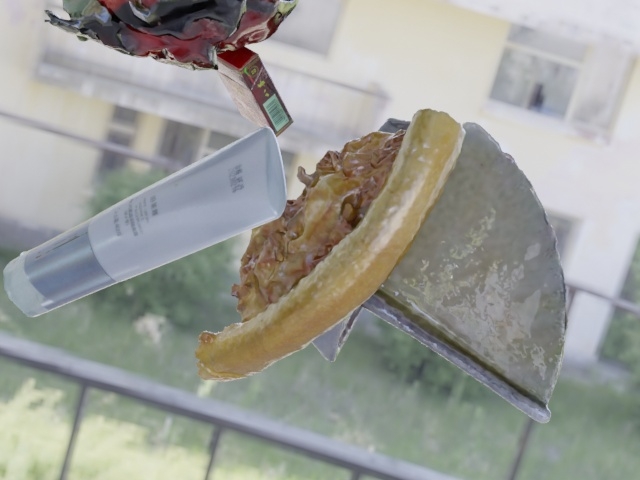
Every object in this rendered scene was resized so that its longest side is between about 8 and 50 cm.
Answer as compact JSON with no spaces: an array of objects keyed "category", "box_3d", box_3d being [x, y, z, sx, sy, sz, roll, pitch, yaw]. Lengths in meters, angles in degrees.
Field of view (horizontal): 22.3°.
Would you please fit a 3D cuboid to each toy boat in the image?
[{"category":"toy boat","box_3d":[0.125,0.014,1.654,0.293,0.276,0.111,13,7,19]}]

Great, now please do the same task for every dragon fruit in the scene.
[{"category":"dragon fruit","box_3d":[-0.082,-0.205,1.053,0.182,0.188,0.182,10,15,-3]}]

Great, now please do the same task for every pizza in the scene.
[{"category":"pizza","box_3d":[0.000,0.000,1.552,0.074,0.365,0.182,26,33,-38]}]

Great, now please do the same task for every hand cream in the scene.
[{"category":"hand cream","box_3d":[-0.133,-0.010,1.234,0.255,0.079,0.048,-23,-28,25]}]

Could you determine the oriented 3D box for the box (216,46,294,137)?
[{"category":"box","box_3d":[-0.058,-0.127,1.334,0.051,0.023,0.082,33,-19,41]}]
